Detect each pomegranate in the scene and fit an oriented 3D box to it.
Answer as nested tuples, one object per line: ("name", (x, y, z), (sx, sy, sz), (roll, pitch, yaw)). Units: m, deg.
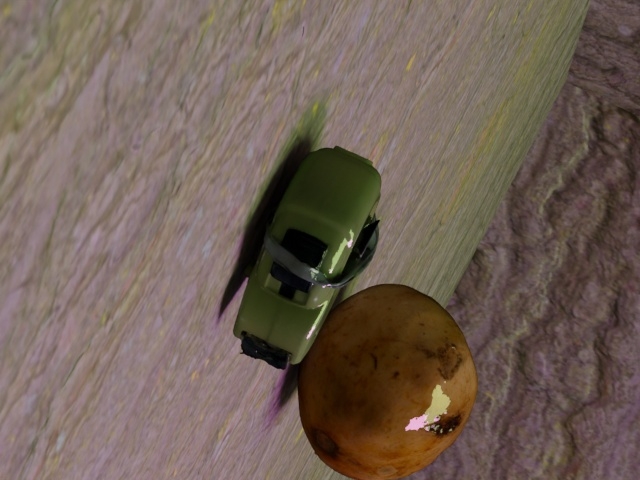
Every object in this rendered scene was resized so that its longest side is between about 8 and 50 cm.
("pomegranate", (0.086, 0.182, 2.266), (0.260, 0.260, 0.260), (-61, 170, -17))

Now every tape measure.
("tape measure", (0.000, 0.000, 1.651), (0.200, 0.106, 0.175), (-59, 173, -37))
